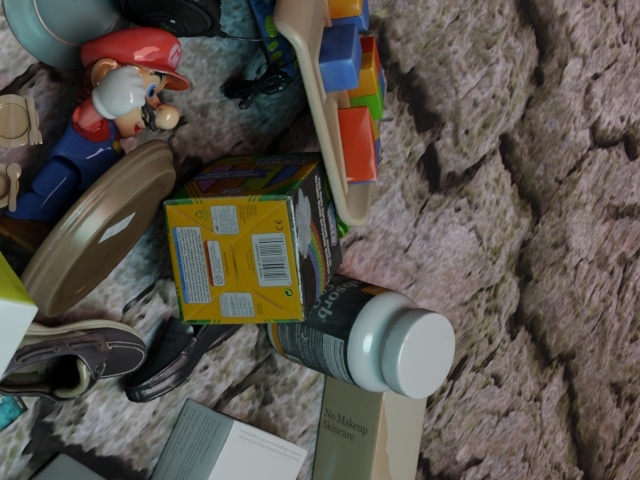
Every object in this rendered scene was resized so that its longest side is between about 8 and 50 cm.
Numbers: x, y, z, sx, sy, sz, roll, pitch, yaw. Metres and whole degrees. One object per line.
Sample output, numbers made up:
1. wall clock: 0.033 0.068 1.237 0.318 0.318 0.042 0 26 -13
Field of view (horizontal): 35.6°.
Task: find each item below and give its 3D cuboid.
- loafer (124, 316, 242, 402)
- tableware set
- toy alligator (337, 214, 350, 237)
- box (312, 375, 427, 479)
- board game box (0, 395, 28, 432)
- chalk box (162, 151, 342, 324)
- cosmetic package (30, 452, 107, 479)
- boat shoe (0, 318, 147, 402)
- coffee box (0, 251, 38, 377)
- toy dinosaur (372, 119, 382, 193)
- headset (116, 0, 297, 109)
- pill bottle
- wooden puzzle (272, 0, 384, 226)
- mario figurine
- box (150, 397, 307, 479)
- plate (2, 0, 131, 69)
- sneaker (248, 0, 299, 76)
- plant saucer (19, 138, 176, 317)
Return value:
1. loafer: -0.203 0.146 1.438 0.223 0.076 0.078 -43 121 -35
2. tableware set: -0.411 -0.109 1.154 0.168 0.020 0.141 8 82 -12
3. toy alligator: 0.000 0.000 1.609 0.189 0.051 0.056 -44 127 -28
4. box: 0.086 0.325 1.712 0.121 0.148 0.311 1 98 -44
5. board game box: -0.456 0.179 1.228 0.126 0.026 0.186 -41 126 -30
6. chalk box: -0.079 -0.019 1.405 0.289 0.179 0.180 -54 140 -67
7. cosmetic package: -0.271 0.540 1.239 0.327 0.393 0.329 -43 127 -29
8. boat shoe: -0.325 0.159 1.267 0.103 0.092 0.285 -50 150 16
9. coffee box: -0.516 0.069 0.860 0.337 0.338 0.334 19 107 -46
10. toy dinosaur: 0.087 -0.126 1.648 0.092 0.053 0.183 -16 112 -71
11. headset: -0.173 -0.349 1.318 0.394 0.185 0.243 50 56 -25
12. pill bottle: 0.060 0.143 1.544 0.162 0.278 0.162 -13 109 -43
13. wooden puzzle: 0.037 -0.246 1.425 0.322 0.080 0.348 -82 157 -47
14. mario figurine: -0.255 -0.113 1.230 0.170 0.198 0.320 33 85 -35
15. box: -0.145 0.362 1.512 0.181 0.119 0.182 34 76 -44
16. plate: -0.308 -0.309 1.251 0.188 0.024 0.188 -14 111 -41
17. sneaker: -0.074 -0.328 1.450 0.067 0.078 0.188 -15 96 -16
18. plant saucer: -0.268 -0.006 1.221 0.041 0.278 0.278 40 66 3
